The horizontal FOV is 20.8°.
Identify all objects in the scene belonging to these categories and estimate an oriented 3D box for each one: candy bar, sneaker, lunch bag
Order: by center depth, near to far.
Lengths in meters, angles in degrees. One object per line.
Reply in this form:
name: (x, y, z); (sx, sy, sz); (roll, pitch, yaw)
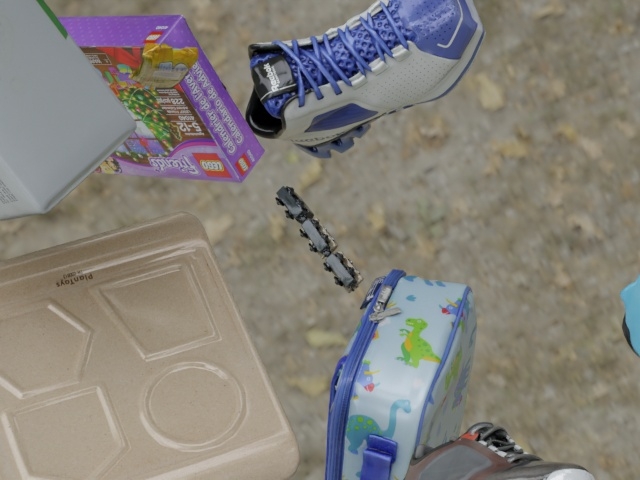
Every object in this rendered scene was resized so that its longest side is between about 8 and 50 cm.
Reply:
sneaker: (0.101, 0.136, 1.048); (0.158, 0.061, 0.064); (-15, 57, 48)
candy bar: (-0.111, -0.121, 1.228); (0.040, 0.161, 0.018); (3, 88, -9)
lunch bag: (0.061, 0.146, 1.406); (0.090, 0.219, 0.176); (14, 43, 12)
sneaker: (0.025, -0.191, 1.979); (0.315, 0.182, 0.127); (-36, 69, 35)

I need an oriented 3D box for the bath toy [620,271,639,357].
bath toy: (0.259, 0.022, 1.088); (0.151, 0.348, 0.129); (-22, 80, 10)

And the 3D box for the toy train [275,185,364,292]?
toy train: (0.000, 0.000, 1.937); (0.027, 0.036, 0.158); (-43, 59, 11)

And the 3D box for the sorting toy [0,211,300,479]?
sorting toy: (-0.136, 0.094, 1.147); (0.193, 0.038, 0.208); (-16, 62, -15)

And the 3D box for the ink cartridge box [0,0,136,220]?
ink cartridge box: (-0.227, -0.091, 1.066); (0.087, 0.153, 0.208); (-46, 21, -27)

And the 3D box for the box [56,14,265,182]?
box: (-0.225, -0.161, 1.974); (0.293, 0.201, 0.057); (5, 49, 41)
